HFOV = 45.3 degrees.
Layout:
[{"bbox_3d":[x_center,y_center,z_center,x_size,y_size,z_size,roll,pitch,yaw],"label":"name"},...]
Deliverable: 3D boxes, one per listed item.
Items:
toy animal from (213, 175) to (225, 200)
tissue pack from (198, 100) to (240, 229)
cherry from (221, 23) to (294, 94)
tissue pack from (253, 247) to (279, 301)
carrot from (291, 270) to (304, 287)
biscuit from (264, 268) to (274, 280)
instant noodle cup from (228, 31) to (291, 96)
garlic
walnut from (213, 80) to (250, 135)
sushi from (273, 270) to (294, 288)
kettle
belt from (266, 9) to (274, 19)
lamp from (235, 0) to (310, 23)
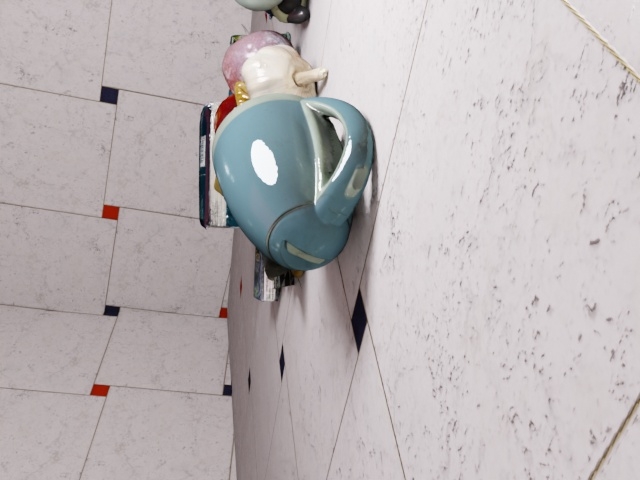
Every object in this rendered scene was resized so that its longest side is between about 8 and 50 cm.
[{"bbox_3d":[-0.201,-0.209,2.149,0.281,0.169,0.195,-72,-30,-42],"label":"toy animal"},{"bbox_3d":[-0.281,-0.237,2.561,0.264,0.253,0.416,179,93,-78],"label":"tissue pack"},{"bbox_3d":[-0.163,-0.473,2.121,0.236,0.213,0.285,17,-126,-82],"label":"cherry"},{"bbox_3d":[-0.164,0.068,2.371,0.173,0.073,0.235,-168,80,-78],"label":"tissue pack"},{"bbox_3d":[-0.058,-0.022,1.861,0.078,0.078,0.298,-118,27,-70],"label":"carrot"},{"bbox_3d":[-0.117,-0.034,2.170,0.237,0.062,0.290,140,132,-76],"label":"biscuit"},{"bbox_3d":[-0.193,-0.536,2.367,0.240,0.178,0.240,-178,90,-80],"label":"instant noodle cup"},{"bbox_3d":[-0.062,-0.379,1.777,0.226,0.199,0.199,-10,76,50],"label":"garlic"},{"bbox_3d":[-0.151,-0.268,1.944,0.244,0.222,0.269,176,74,-82],"label":"walnut"},{"bbox_3d":[-0.113,-0.026,1.920,0.292,0.059,0.293,24,-112,-82],"label":"sushi"},{"bbox_3d":[-0.031,-0.111,1.377,0.319,0.247,0.342,-54,34,23],"label":"kettle"},{"bbox_3d":[-0.110,-0.726,2.146,0.122,0.128,0.218,-16,70,39],"label":"belt"},{"bbox_3d":[-0.132,-0.658,1.945,0.198,0.244,0.197,-23,52,34],"label":"lamp"}]
